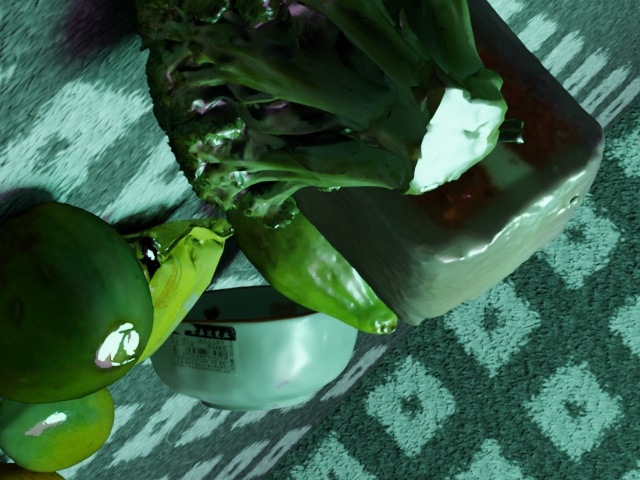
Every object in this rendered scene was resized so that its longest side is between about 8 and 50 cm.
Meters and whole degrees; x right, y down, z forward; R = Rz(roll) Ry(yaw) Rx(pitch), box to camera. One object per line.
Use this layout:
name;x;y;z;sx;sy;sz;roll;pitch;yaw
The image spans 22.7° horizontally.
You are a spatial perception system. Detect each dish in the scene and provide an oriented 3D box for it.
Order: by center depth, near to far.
dish;-0.077;0.127;1.849;0.256;0.117;0.256;-4;-172;1

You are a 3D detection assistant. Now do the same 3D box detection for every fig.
fig;-0.225;0.058;1.365;0.181;0.191;0.181;-19;122;-34
fig;-0.007;-0.012;1.747;0.167;0.233;0.167;-20;-156;9

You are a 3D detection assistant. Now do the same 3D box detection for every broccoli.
broccoli;0.023;-0.151;1.199;0.303;0.283;0.321;-24;141;-27

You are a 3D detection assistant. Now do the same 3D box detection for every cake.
cake;0.097;-0.098;1.542;0.237;0.309;0.230;-37;164;-13

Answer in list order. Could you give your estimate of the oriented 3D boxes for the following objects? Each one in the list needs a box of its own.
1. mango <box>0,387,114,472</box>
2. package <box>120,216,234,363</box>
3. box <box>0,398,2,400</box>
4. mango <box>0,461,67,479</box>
mango;-0.300;0.202;1.784;0.130;0.092;0.194;-45;158;16
package;-0.192;0.060;1.639;0.226;0.090;0.168;-53;161;25
box;-0.406;0.196;1.510;0.230;0.050;0.160;-45;167;5
mango;-0.394;0.337;1.819;0.187;0.138;0.257;-28;168;18
